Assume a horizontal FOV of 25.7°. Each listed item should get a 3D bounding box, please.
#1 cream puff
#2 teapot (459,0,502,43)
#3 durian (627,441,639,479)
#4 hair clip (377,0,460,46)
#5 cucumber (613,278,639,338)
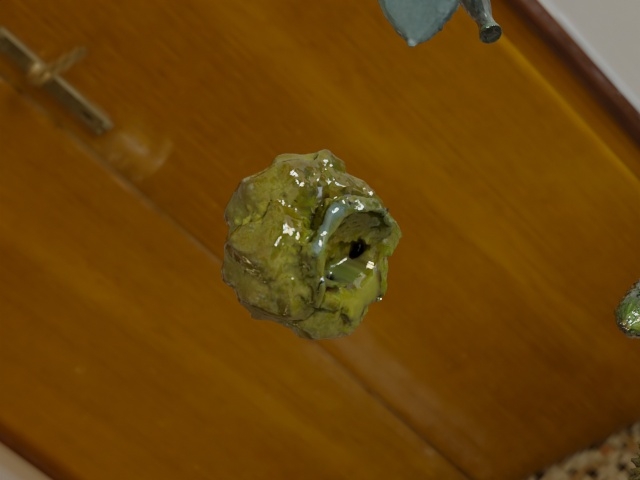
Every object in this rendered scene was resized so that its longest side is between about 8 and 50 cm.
[{"bbox_3d":[0.002,0.001,1.908,0.185,0.282,0.282,-29,29,44],"label":"cream puff"},{"bbox_3d":[0.206,-0.297,1.820,0.043,0.042,0.111,-37,42,23],"label":"teapot"},{"bbox_3d":[0.364,0.267,1.377,0.102,0.146,0.208,-15,58,-4],"label":"durian"},{"bbox_3d":[0.052,-0.402,1.435,0.238,0.392,0.318,-82,12,-69],"label":"hair clip"},{"bbox_3d":[0.416,0.087,1.804,0.069,0.069,0.227,-37,-7,23],"label":"cucumber"}]
